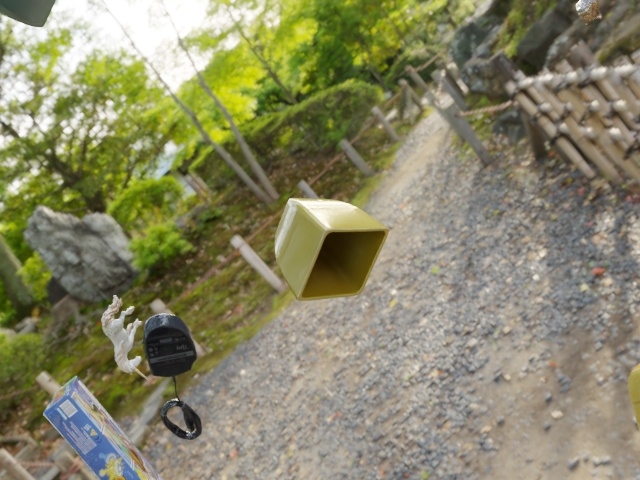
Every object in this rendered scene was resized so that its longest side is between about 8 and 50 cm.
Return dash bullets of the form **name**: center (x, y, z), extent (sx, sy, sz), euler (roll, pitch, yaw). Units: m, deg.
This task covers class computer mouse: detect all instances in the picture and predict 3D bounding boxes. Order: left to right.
- **computer mouse**: center (-0.210, 0.198, 1.025), extent (0.071, 0.242, 0.041), euler (-8, 34, -9)

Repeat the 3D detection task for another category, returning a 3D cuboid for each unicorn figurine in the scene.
- **unicorn figurine**: center (-0.404, 0.199, 1.451), extent (0.060, 0.162, 0.111), euler (-17, 35, 28)

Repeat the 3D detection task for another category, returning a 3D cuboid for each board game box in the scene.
- **board game box**: center (-0.242, 0.256, 0.833), extent (0.035, 0.201, 0.136), euler (-39, 7, -13)

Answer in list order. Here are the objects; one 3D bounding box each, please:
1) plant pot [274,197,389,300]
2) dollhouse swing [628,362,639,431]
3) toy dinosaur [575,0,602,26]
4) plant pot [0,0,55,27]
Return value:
- **plant pot**: center (0.000, 0.000, 0.686), extent (0.081, 0.083, 0.081), euler (-2, -55, -40)
- **dollhouse swing**: center (0.355, -0.037, 0.515), extent (0.347, 0.305, 0.315), euler (-28, -10, -31)
- **toy dinosaur**: center (0.290, -0.318, 0.715), extent (0.211, 0.112, 0.064), euler (-60, 20, -4)
- **plant pot**: center (-0.441, -0.386, 0.922), extent (0.234, 0.166, 0.165), euler (59, -126, -83)
